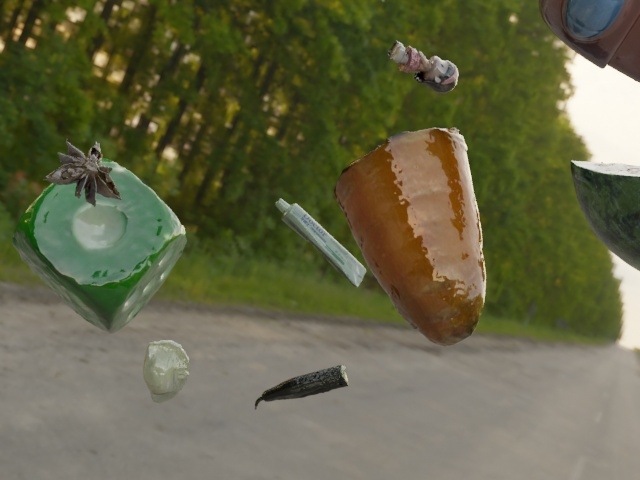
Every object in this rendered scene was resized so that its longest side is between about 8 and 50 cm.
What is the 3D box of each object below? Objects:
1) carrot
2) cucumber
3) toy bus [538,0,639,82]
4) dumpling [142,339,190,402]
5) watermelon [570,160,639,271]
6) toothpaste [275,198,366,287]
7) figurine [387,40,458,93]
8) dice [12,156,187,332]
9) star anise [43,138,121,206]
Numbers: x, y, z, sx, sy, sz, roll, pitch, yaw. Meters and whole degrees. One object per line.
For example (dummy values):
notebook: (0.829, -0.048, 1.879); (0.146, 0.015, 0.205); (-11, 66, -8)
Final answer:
carrot: (0.119, 0.004, 1.144); (0.159, 0.159, 0.225); (22, 43, -56)
cucumber: (-0.035, 0.240, 1.734); (0.163, 0.043, 0.039); (-13, 31, 5)
toy bus: (0.355, -0.260, 1.090); (0.294, 0.197, 0.232); (32, 46, 5)
dumpling: (-0.195, 0.166, 1.334); (0.057, 0.076, 0.052); (-7, -10, -3)
watermelon: (0.518, -0.035, 1.506); (0.256, 0.176, 0.260); (42, -3, -20)
toothpaste: (0.000, 0.000, 1.953); (0.218, 0.041, 0.064); (42, 36, -9)
figurine: (0.171, -0.288, 1.751); (0.129, 0.054, 0.072); (19, 23, -19)
dice: (-0.489, 0.010, 2.349); (0.297, 0.287, 0.300); (38, -18, 5)
star anise: (-0.397, -0.109, 1.722); (0.129, 0.124, 0.056); (-15, -13, -48)
